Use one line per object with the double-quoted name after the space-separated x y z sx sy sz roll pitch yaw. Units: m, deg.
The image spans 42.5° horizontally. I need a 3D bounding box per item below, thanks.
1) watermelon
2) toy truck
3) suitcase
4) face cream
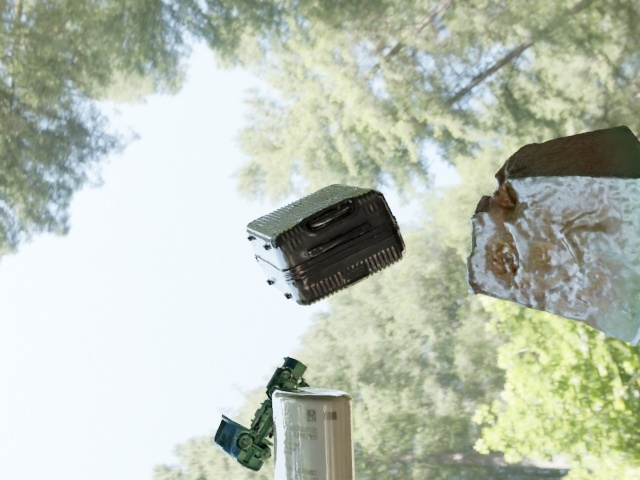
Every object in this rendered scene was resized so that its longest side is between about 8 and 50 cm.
0.368 -0.022 1.174 0.151 0.302 0.264 -28 -58 -40 "watermelon"
-0.089 0.253 1.245 0.175 0.081 0.067 -59 -42 -13 "toy truck"
0.000 0.000 1.313 0.202 0.312 0.128 -26 -80 -11 "suitcase"
-0.008 0.368 1.055 0.081 0.173 0.348 2 -97 -27 "face cream"
